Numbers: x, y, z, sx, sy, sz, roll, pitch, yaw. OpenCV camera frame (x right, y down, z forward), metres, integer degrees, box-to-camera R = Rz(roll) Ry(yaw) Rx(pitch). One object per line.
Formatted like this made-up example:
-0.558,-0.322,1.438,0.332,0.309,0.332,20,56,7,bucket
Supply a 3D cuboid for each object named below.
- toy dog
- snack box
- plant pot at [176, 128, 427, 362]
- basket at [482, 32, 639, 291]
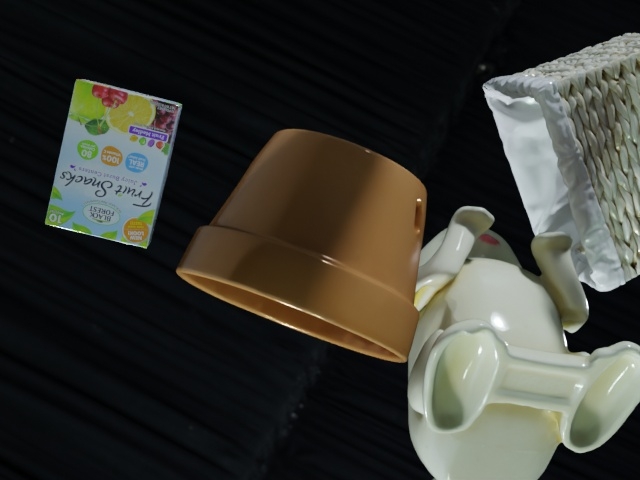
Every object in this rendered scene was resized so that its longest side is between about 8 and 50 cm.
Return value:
0.233,0.141,1.320,0.408,0.284,0.395,-101,-165,-58,toy dog
-0.197,-0.074,0.892,0.037,0.100,0.141,-112,-144,-80,snack box
0.000,0.000,1.110,0.291,0.291,0.203,77,33,-79,plant pot
0.456,-0.137,1.463,0.266,0.331,0.328,-20,-169,1,basket
